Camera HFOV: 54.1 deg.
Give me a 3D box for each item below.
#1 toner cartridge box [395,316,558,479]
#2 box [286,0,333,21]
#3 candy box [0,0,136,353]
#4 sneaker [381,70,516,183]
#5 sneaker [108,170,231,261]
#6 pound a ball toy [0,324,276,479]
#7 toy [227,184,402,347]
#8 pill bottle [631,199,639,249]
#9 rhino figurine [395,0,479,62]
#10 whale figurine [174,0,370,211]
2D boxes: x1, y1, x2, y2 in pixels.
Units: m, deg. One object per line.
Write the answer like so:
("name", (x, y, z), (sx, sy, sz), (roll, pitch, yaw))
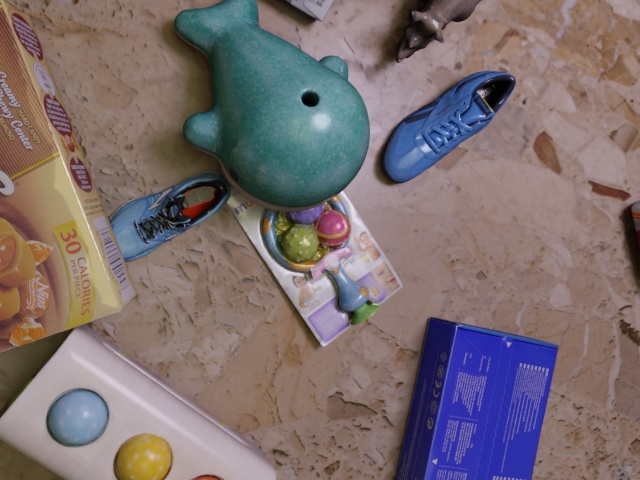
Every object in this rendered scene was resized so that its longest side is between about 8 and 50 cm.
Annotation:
("toner cartridge box", (0.196, 0.290, 0.836), (0.165, 0.075, 0.348), (14, 87, -20))
("box", (-0.043, -0.368, 0.728), (0.186, 0.038, 0.145), (25, 111, -18))
("candy box", (-0.330, -0.052, 0.622), (0.183, 0.087, 0.316), (-19, 97, -4))
("sneaker", (0.167, -0.153, 0.814), (0.209, 0.082, 0.069), (-40, 105, -13))
("sneaker", (-0.173, -0.031, 0.701), (0.162, 0.073, 0.063), (-33, 101, -11))
("pound a ball toy", (-0.197, 0.266, 0.668), (0.319, 0.136, 0.208), (41, 78, -15))
("toy", (0.000, 0.000, 0.772), (0.137, 0.056, 0.237), (-35, 102, -16))
("pill bottle", (0.525, 0.010, 0.938), (0.086, 0.086, 0.152), (-18, 97, -18))
("rhino figurine", (0.168, -0.314, 0.796), (0.073, 0.106, 0.243), (43, 78, -14))
("whale figurine", (-0.054, -0.168, 0.696), (0.216, 0.141, 0.272), (-28, 85, -20))
